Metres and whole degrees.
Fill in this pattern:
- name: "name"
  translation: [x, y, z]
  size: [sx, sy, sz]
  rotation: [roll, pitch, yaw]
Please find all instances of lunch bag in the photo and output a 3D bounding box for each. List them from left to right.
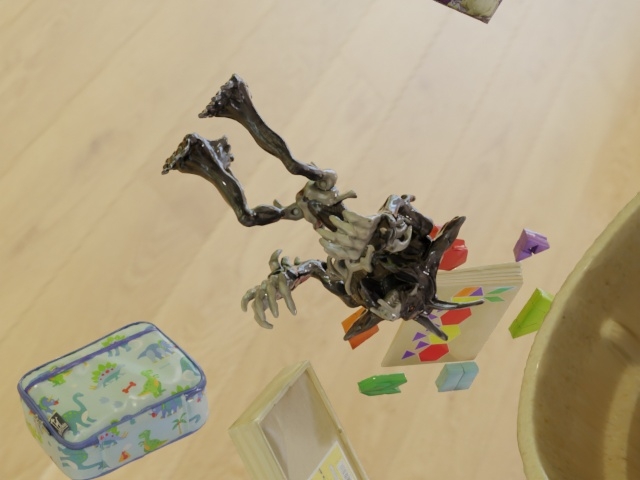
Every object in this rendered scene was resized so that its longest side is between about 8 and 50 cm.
- name: "lunch bag"
  translation: [-0.269, 0.202, 2.111]
  size: [0.219, 0.090, 0.176]
  rotation: [-23, 42, -24]

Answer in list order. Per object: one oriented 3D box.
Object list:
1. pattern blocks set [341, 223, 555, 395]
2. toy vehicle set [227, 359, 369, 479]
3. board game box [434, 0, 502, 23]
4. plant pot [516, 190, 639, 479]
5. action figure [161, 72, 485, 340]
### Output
- name: "pattern blocks set"
  translation: [0.160, 0.090, 1.994]
  size: [0.285, 0.325, 0.026]
  rotation: [4, 49, -30]
- name: "toy vehicle set"
  translation: [0.003, 0.280, 1.774]
  size: [0.266, 0.035, 0.166]
  rotation: [64, 27, -8]
- name: "board game box"
  translation: [-0.026, -0.293, 1.293]
  size: [0.347, 0.056, 0.208]
  rotation: [39, 11, 27]
- name: "plant pot"
  translation: [0.335, 0.120, 0.922]
  size: [0.305, 0.334, 0.333]
  rotation: [44, 37, -24]
- name: "action figure"
  translation: [0.000, 0.000, 1.308]
  size: [0.276, 0.164, 0.141]
  rotation: [40, 35, -3]
